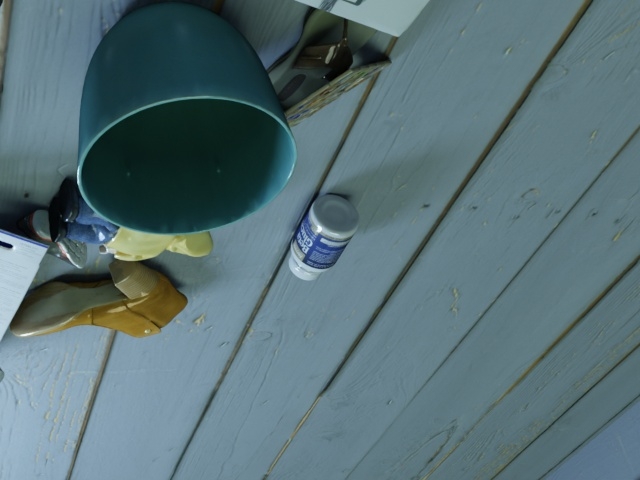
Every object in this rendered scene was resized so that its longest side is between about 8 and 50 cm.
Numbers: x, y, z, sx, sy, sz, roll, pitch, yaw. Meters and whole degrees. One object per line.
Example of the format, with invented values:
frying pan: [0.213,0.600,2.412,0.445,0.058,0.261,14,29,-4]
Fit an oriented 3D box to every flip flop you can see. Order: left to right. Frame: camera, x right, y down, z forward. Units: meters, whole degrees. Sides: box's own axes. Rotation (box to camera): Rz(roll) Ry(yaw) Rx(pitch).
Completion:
flip flop: [-0.001,-0.264,1.523,0.112,0.080,0.277,15,137,-37]

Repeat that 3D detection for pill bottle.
pill bottle: [0.000,0.000,1.908,0.094,0.094,0.169,2,143,-24]

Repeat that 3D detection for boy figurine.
boy figurine: [-0.307,-0.032,1.749,0.285,0.092,0.177,7,138,-31]

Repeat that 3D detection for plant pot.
plant pot: [-0.199,-0.186,1.425,0.292,0.235,0.293,-10,147,-7]

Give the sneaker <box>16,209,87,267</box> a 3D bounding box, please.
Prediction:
sneaker: [-0.465,-0.003,1.778,0.064,0.061,0.158,-9,144,23]

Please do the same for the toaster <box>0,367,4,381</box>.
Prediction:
toaster: [-0.723,0.263,1.970,0.168,0.110,0.186,-47,144,-3]

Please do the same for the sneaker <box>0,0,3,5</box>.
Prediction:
sneaker: [-0.521,-0.343,1.212,0.286,0.109,0.130,-4,137,-27]

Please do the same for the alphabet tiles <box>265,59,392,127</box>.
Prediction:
alphabet tiles: [-0.015,-0.205,1.565,0.237,0.009,0.198,-31,-179,24]

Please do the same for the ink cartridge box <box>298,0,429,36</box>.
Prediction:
ink cartridge box: [-0.008,-0.388,1.219,0.289,0.211,0.121,11,138,-35]

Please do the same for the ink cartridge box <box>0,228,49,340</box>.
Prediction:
ink cartridge box: [-0.599,0.065,1.774,0.175,0.069,0.371,21,138,-20]

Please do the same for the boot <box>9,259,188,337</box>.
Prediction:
boot: [-0.416,0.145,1.963,0.295,0.104,0.211,-25,146,9]
